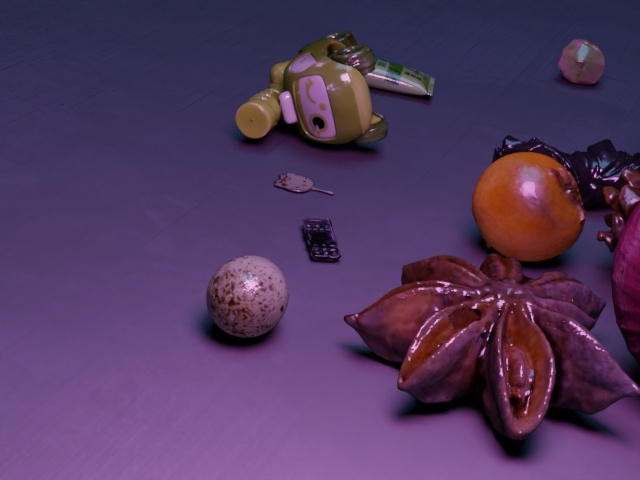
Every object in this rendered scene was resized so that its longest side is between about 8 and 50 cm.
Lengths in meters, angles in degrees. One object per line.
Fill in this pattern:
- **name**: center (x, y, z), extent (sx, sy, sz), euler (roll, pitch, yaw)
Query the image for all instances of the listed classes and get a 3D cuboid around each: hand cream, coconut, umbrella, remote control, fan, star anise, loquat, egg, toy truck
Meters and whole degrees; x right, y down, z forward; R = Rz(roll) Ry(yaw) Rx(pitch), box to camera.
- **hand cream**: center (0.104, -0.276, 2.087), extent (0.175, 0.046, 0.095), euler (12, 24, 3)
- **coconut**: center (0.466, -0.318, 2.241), extent (0.082, 0.083, 0.081), euler (-7, 12, 19)
- **umbrella**: center (0.357, -0.091, 1.733), extent (0.272, 0.122, 0.110), euler (-2, 72, -29)
- **remote control**: center (0.000, 0.000, 1.538), extent (0.039, 0.014, 0.096), euler (3, 28, -11)
- **fan**: center (-0.020, -0.074, 1.690), extent (0.083, 0.004, 0.056), euler (15, 26, 14)
- **star anise**: center (0.193, 0.096, 1.303), extent (0.315, 0.108, 0.315), euler (9, 24, -4)
- **loquat**: center (0.259, -0.040, 1.564), extent (0.141, 0.141, 0.141), euler (7, 26, -3)
- **egg**: center (-0.075, 0.057, 1.322), extent (0.085, 0.085, 0.110), euler (13, 24, 9)
- **toy truck**: center (-0.013, -0.213, 1.836), extent (0.211, 0.148, 0.187), euler (-11, 23, 8)

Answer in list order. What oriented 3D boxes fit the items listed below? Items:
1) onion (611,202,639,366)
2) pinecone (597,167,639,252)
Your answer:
- **onion**: center (0.410, 0.070, 1.263), extent (0.272, 0.230, 0.256), euler (-5, 38, -25)
- **pinecone**: center (0.473, -0.027, 1.476), extent (0.244, 0.244, 0.309), euler (-16, 6, -40)
